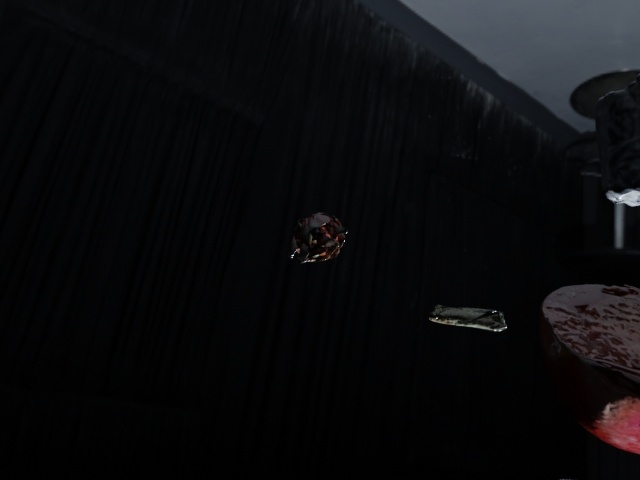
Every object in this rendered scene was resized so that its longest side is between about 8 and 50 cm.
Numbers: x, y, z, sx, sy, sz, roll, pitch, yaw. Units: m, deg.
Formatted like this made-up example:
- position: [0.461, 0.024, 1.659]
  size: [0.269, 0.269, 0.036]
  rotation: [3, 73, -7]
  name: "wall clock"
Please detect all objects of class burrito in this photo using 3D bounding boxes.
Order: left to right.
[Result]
- position: [0.335, 0.174, 1.289]
  size: [0.171, 0.051, 0.042]
  rotation: [1, 121, 24]
  name: "burrito"

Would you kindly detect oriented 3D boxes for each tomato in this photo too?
- position: [0.438, 0.203, 0.794]
  size: [0.308, 0.170, 0.309]
  rotation: [7, -153, -4]
  name: "tomato"

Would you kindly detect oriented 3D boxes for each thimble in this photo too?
- position: [0.498, -0.133, 0.765]
  size: [0.245, 0.157, 0.217]
  rotation: [0, 173, -25]
  name: "thimble"

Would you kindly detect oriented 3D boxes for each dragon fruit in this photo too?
- position: [-0.007, -0.002, 1.322]
  size: [0.121, 0.130, 0.142]
  rotation: [19, 177, 1]
  name: "dragon fruit"

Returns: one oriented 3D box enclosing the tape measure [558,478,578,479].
- position: [0.687, 0.687, 1.456]
  size: [0.197, 0.120, 0.236]
  rotation: [6, 175, 36]
  name: "tape measure"
